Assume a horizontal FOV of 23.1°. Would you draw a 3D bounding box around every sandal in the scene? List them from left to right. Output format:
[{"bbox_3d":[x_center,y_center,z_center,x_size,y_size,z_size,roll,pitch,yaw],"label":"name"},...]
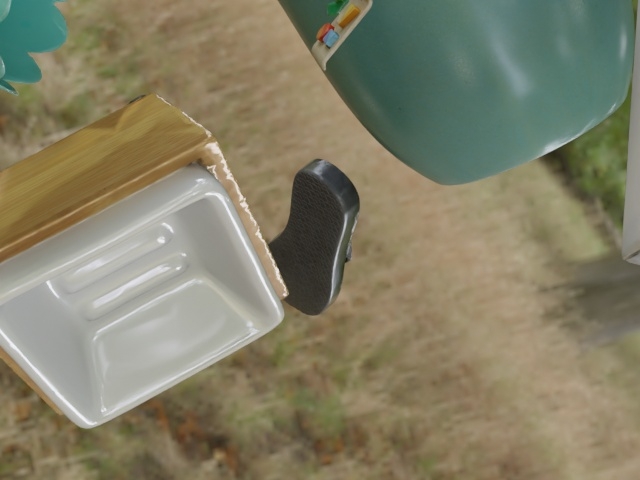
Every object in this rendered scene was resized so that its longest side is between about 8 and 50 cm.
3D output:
[{"bbox_3d":[0.001,0.000,1.663,0.097,0.054,0.254,43,-32,11],"label":"sandal"}]

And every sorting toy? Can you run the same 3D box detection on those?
[{"bbox_3d":[0.011,-0.158,1.133,0.012,0.062,0.083,33,10,-17],"label":"sorting toy"}]

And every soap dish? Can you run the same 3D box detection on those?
[{"bbox_3d":[-0.162,0.020,1.254,0.118,0.229,0.291,60,-4,27],"label":"soap dish"}]

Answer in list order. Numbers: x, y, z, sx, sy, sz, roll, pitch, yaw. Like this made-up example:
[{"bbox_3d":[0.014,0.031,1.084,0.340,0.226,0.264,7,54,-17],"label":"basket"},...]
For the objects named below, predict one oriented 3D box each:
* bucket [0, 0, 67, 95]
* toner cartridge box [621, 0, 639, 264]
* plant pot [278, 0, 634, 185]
[{"bbox_3d":[-0.246,-0.251,1.040,0.281,0.183,0.281,-163,-90,-88],"label":"bucket"},{"bbox_3d":[0.232,-0.165,0.785,0.165,0.075,0.348,138,-38,-65],"label":"toner cartridge box"},{"bbox_3d":[0.132,-0.189,1.330,0.235,0.293,0.293,62,14,-12],"label":"plant pot"}]
